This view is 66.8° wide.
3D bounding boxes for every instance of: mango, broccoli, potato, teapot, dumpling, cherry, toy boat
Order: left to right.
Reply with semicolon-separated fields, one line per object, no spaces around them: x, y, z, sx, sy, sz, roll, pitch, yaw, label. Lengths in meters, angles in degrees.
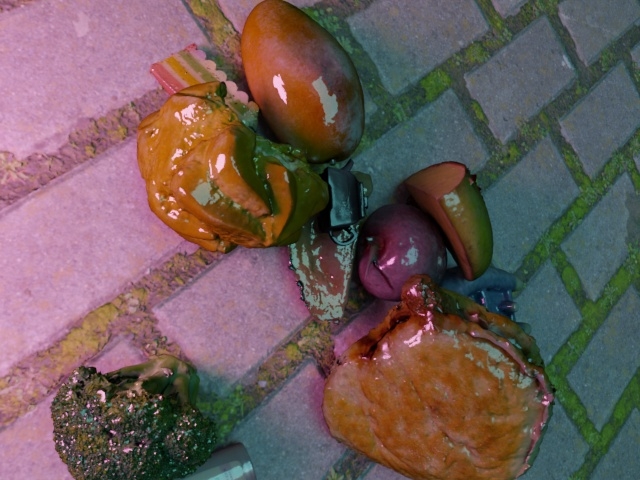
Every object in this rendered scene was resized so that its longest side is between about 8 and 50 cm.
-0.295;0.293;0.791;0.269;0.261;0.241;15;44;16;broccoli
-0.038;-0.332;0.993;0.221;0.199;0.384;-20;81;-21;mango
0.003;0.001;1.032;0.166;0.086;0.332;15;78;-6;dumpling
0.049;-0.077;0.969;0.096;0.087;0.177;-1;83;-17;teapot
0.176;0.030;1.062;0.266;0.183;0.213;20;82;-45;cherry
0.314;-0.037;1.080;0.112;0.269;0.255;-30;107;4;potato
0.402;0.158;1.177;0.330;0.123;0.215;7;73;-28;toy boat

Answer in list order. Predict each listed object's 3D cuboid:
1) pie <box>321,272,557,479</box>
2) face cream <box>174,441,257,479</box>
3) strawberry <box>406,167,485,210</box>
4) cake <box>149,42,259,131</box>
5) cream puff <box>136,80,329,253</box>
0.222;0.308;0.954;0.395;0.180;0.418;35;109;9;pie
-0.250;0.461;0.863;0.269;0.073;0.107;-17;82;-26;face cream
0.327;-0.089;1.203;0.208;0.087;0.167;-26;98;-25;strawberry
-0.218;-0.285;0.953;0.109;0.090;0.225;-43;103;-20;cake
-0.171;-0.088;0.839;0.323;0.274;0.270;32;31;-27;cream puff
